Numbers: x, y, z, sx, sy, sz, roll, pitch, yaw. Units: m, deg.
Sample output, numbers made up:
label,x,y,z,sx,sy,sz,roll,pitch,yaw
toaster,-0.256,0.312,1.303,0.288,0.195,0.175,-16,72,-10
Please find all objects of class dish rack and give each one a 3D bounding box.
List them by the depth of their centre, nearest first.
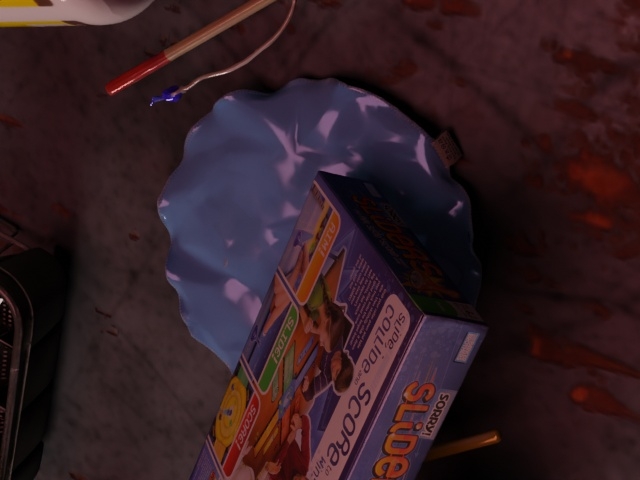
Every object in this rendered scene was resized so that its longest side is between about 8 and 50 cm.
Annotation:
label,x,y,z,sx,sy,sz,roll,pitch,yaw
dish rack,-0.287,0.046,0.928,0.271,0.074,0.208,28,124,19

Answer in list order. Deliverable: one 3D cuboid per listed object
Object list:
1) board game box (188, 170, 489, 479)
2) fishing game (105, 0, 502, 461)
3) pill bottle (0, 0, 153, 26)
label,x,y,z,sx,sy,sz,roll,pitch,yaw
board game box,-0.001,0.086,0.678,0.201,0.035,0.136,-67,30,22
fishing game,0.000,0.000,0.748,0.189,0.041,0.264,-26,92,30
pill bottle,-0.187,-0.169,0.732,0.215,0.117,0.117,5,115,30
